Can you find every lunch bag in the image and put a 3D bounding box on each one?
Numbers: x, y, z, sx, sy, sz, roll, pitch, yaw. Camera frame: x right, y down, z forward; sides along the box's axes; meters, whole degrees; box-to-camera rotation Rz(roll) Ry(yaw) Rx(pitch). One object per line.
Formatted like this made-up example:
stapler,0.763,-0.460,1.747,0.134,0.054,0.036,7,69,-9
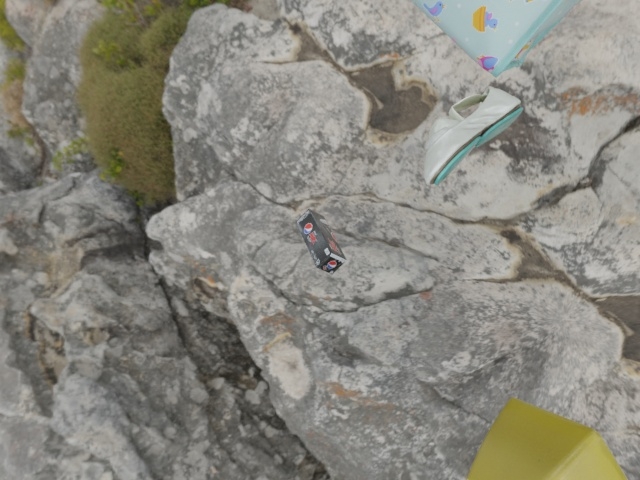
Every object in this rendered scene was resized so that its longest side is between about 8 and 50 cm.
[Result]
lunch bag,0.252,-0.382,0.549,0.223,0.160,0.262,49,140,8

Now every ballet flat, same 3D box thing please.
ballet flat,0.353,-0.273,1.108,0.139,0.139,0.400,36,58,29

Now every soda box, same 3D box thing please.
soda box,0.000,0.000,1.070,0.053,0.060,0.169,-46,44,21

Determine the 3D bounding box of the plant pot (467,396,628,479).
plant pot,0.401,0.450,0.797,0.187,0.212,0.212,-34,95,-15
